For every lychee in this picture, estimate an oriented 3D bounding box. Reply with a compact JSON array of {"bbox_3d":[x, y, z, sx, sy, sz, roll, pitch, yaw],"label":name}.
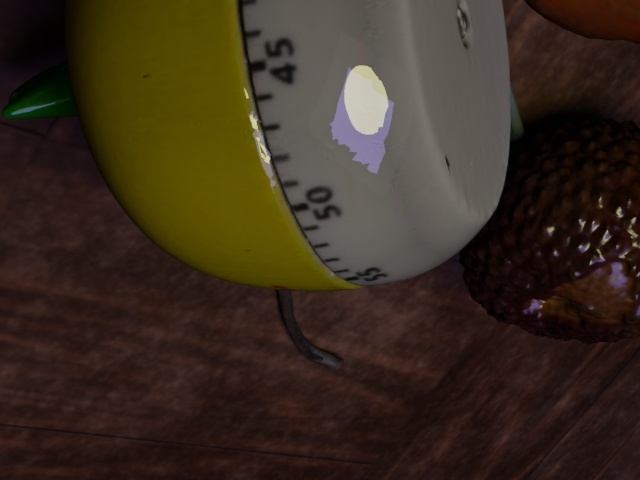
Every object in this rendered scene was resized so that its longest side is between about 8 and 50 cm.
[{"bbox_3d":[0.209,-0.015,0.896,0.188,0.188,0.188,-18,136,-18],"label":"lychee"}]

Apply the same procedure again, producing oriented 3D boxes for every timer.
[{"bbox_3d":[-0.050,-0.099,0.620,0.285,0.285,0.285,-18,136,-18],"label":"timer"}]

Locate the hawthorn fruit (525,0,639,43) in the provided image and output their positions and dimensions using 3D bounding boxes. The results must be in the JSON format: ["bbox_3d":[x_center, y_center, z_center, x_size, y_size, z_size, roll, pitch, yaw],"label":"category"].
[{"bbox_3d":[0.198,-0.266,0.604,0.276,0.276,0.307,-30,113,-5],"label":"hawthorn fruit"}]

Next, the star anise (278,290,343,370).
[{"bbox_3d":[0.000,0.000,0.889,0.148,0.218,0.227,-48,-169,-29],"label":"star anise"}]

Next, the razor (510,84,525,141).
[{"bbox_3d":[0.120,-0.138,0.822,0.084,0.036,0.211,-32,138,0],"label":"razor"}]
